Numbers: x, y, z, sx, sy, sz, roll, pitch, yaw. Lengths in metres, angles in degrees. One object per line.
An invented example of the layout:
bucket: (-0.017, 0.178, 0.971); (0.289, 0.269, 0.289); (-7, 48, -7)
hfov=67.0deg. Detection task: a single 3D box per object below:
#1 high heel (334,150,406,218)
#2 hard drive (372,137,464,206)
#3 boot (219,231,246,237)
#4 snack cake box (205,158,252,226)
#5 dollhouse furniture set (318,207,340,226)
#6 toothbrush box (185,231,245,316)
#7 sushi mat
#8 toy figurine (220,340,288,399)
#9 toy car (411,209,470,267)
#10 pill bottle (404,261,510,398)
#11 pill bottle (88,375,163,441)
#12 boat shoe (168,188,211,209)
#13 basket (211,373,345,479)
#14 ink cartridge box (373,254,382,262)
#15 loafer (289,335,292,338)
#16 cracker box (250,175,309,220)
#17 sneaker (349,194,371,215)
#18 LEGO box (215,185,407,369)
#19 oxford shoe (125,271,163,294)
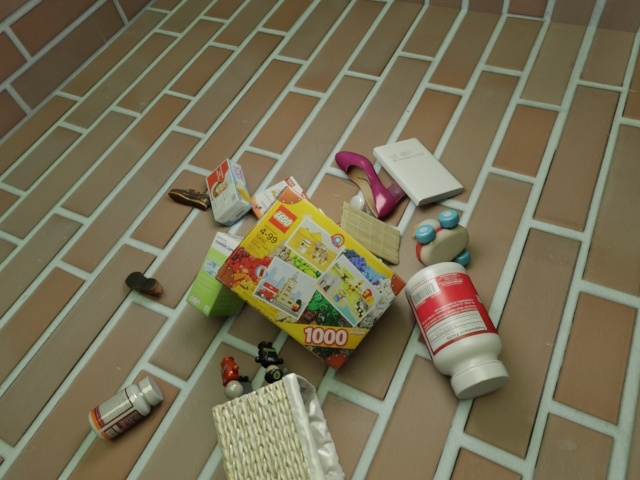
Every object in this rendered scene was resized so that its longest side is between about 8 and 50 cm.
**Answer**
high heel: (0.170, -0.246, 2.058); (0.377, 0.127, 0.181); (35, 57, 24)
hard drive: (0.415, -0.302, 2.079); (0.233, 0.047, 0.353); (-17, 53, -22)
boot: (-0.306, 0.002, 1.973); (0.197, 0.073, 0.152); (35, 36, 2)
snack cake box: (-0.406, -0.212, 2.125); (0.152, 0.089, 0.264); (-38, 52, 23)
dollhouse furniture set: (0.000, 0.000, 1.850); (0.262, 0.259, 0.135); (-25, 67, -6)
toothbrush box: (-0.338, 0.128, 1.784); (0.122, 0.206, 0.283); (26, 94, 24)
sushi mat: (0.193, -0.025, 1.837); (0.019, 0.317, 0.151); (-25, 50, 46)
toy figurine: (-0.210, 0.463, 1.600); (0.213, 0.209, 0.148); (-21, 46, -6)
toy car: (0.421, -0.007, 1.853); (0.210, 0.219, 0.238); (-31, 28, -11)
pill bottle: (0.449, 0.293, 1.594); (0.229, 0.229, 0.407); (-16, 56, -2)
pill bottle: (-0.663, 0.572, 1.656); (0.221, 0.121, 0.121); (-33, 58, -14)
boat shoe: (-0.587, -0.197, 2.196); (0.207, 0.073, 0.073); (19, 59, 12)
basket: (-0.112, 0.604, 1.407); (0.267, 0.328, 0.331); (-22, 65, 1)
ink cartridge box: (0.200, 0.145, 1.836); (0.105, 0.061, 0.181); (-16, 56, -1)
loafer: (-0.117, 0.289, 1.802); (0.061, 0.062, 0.170); (-17, 56, -29)
cracker box: (-0.182, -0.164, 2.104); (0.232, 0.067, 0.155); (-29, 57, -11)
sneaker: (0.164, -0.106, 1.923); (0.094, 0.212, 0.080); (-10, 56, -14)
LEGO box: (-0.035, 0.119, 1.607); (0.500, 0.193, 0.372); (39, 88, -10)
oxford shoe: (-0.717, 0.184, 1.964); (0.212, 0.076, 0.076); (15, 61, 37)
